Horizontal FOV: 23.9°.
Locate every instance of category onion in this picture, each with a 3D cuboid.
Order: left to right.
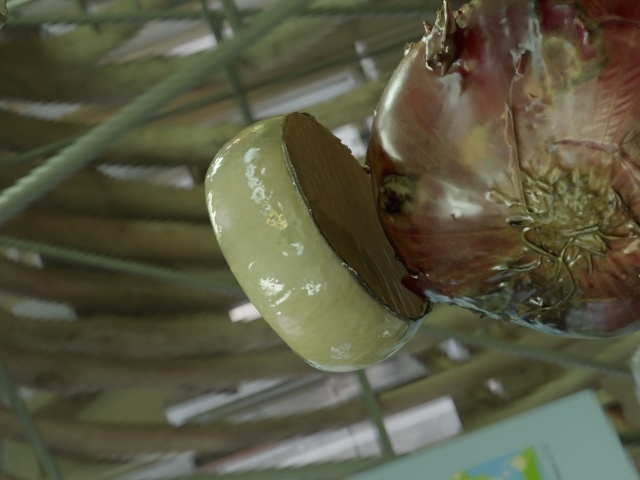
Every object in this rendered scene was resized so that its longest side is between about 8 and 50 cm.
[{"bbox_3d":[0.210,-0.078,1.333,0.353,0.353,0.354,160,90,-89],"label":"onion"}]

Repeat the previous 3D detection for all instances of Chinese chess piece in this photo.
[{"bbox_3d":[0.000,0.000,1.398,0.250,0.103,0.250,49,-159,-26],"label":"Chinese chess piece"}]

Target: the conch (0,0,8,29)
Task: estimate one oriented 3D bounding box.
[{"bbox_3d":[-0.272,-0.116,0.633,0.159,0.291,0.210,-55,-20,-68],"label":"conch"}]
